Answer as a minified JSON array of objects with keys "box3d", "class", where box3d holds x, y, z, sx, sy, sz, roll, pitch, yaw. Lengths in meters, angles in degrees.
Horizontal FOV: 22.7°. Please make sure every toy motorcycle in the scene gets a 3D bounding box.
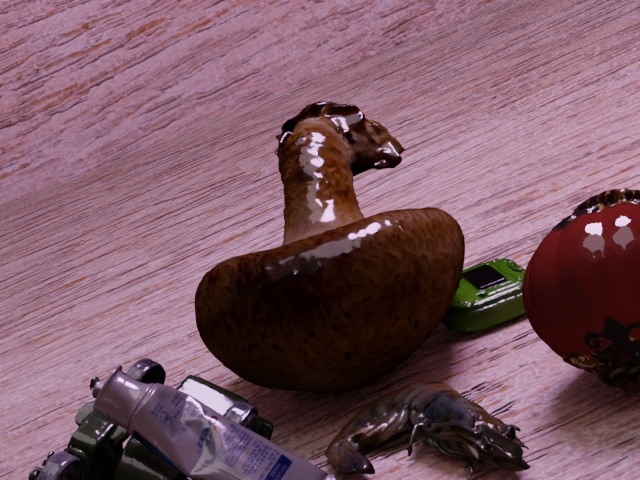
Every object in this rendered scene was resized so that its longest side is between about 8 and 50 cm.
[{"box3d":[-0.188,0.243,1.774,0.205,0.127,0.275,23,45,17],"class":"toy motorcycle"}]

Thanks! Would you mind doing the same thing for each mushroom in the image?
[{"box3d":[0.019,0.007,1.932,0.331,0.356,0.334,5,3,26],"class":"mushroom"}]

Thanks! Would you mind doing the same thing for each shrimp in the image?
[{"box3d":[0.106,0.216,1.687,0.169,0.058,0.296,-32,18,-16],"class":"shrimp"}]

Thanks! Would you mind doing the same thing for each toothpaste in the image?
[{"box3d":[-0.114,0.219,1.688,0.266,0.061,0.096,27,37,7],"class":"toothpaste"}]

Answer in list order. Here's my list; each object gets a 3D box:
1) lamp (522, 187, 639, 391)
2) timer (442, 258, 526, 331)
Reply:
[{"box3d":[0.330,0.056,1.693,0.226,0.227,0.227,-16,18,6],"class":"lamp"},{"box3d":[0.207,0.067,2.016,0.128,0.047,0.140,-20,18,-8],"class":"timer"}]
